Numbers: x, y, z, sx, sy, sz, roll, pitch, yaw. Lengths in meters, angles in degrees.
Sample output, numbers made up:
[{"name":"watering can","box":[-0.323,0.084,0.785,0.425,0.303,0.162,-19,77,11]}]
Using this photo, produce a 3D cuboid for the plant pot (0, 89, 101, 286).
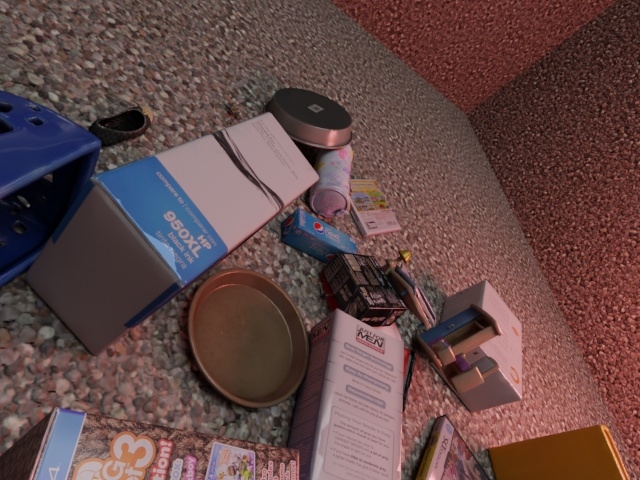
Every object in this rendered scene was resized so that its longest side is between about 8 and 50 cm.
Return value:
[{"name":"plant pot","box":[-0.457,-0.070,0.512,0.212,0.236,0.236,41,37,-7]}]

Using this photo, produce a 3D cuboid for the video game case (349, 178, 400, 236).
[{"name":"video game case","box":[0.166,-0.116,1.428,0.226,0.026,0.207,-10,70,-51]}]

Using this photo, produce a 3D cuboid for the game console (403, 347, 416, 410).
[{"name":"game console","box":[0.179,0.335,1.028,0.124,0.085,0.144,77,30,-60]}]

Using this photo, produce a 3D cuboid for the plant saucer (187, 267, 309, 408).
[{"name":"plant saucer","box":[-0.138,0.186,0.823,0.277,0.041,0.278,29,44,-32]}]

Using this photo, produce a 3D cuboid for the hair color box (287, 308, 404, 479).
[{"name":"hair color box","box":[0.054,0.343,0.819,0.185,0.113,0.375,29,45,-17]}]

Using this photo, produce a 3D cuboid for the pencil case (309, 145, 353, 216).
[{"name":"pencil case","box":[0.039,-0.193,1.267,0.124,0.113,0.273,23,44,-18]}]

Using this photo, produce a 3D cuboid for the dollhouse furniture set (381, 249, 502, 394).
[{"name":"dollhouse furniture set","box":[0.327,0.166,1.101,0.304,0.198,0.286,61,-1,-14]}]

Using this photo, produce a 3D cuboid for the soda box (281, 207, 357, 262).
[{"name":"soda box","box":[0.000,0.000,1.103,0.210,0.071,0.067,28,41,-32]}]

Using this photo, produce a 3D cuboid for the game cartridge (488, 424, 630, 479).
[{"name":"game cartridge","box":[0.615,0.651,1.064,0.052,0.323,0.286,22,47,-33]}]

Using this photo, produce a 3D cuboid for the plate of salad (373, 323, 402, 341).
[{"name":"plate of salad","box":[0.139,0.254,1.076,0.199,0.048,0.200,27,45,-31]}]

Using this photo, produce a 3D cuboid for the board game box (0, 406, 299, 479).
[{"name":"board game box","box":[-0.205,0.316,0.477,0.290,0.232,0.141,28,42,-32]}]

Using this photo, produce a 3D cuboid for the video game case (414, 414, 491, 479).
[{"name":"video game case","box":[0.345,0.611,1.012,0.275,0.035,0.248,56,30,4]}]

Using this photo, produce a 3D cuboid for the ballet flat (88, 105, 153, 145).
[{"name":"ballet flat","box":[-0.398,-0.239,0.860,0.057,0.049,0.173,46,36,-13]}]

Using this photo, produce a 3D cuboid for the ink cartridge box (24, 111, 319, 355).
[{"name":"ink cartridge box","box":[-0.216,-0.031,0.699,0.166,0.285,0.395,52,36,-7]}]

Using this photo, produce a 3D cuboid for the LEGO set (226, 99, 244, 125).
[{"name":"LEGO set","box":[-0.242,-0.349,1.158,0.054,0.023,0.083,36,53,-21]}]

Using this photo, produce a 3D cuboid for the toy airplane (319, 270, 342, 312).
[{"name":"toy airplane","box":[0.053,0.143,1.085,0.151,0.028,0.151,29,42,-30]}]

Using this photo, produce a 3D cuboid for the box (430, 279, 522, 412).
[{"name":"box","box":[0.505,0.324,1.336,0.215,0.168,0.345,50,35,-7]}]

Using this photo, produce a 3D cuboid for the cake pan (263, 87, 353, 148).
[{"name":"cake pan","box":[-0.028,-0.387,1.302,0.292,0.054,0.293,14,39,-12]}]

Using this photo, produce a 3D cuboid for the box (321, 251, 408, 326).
[{"name":"box","box":[0.109,0.124,1.058,0.147,0.078,0.180,8,40,-42]}]
